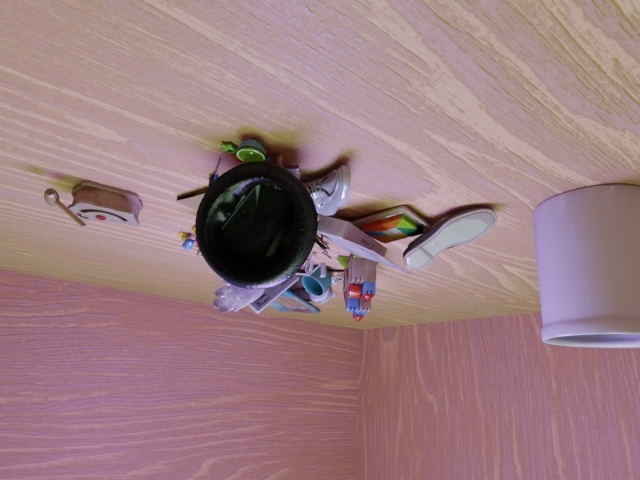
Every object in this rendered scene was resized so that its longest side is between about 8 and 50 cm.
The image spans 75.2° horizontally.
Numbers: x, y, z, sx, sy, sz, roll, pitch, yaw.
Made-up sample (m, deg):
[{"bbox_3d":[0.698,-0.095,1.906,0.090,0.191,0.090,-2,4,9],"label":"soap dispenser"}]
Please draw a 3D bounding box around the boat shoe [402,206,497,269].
[{"bbox_3d":[0.403,-0.023,1.341,0.112,0.096,0.335,42,125,-17],"label":"boat shoe"}]

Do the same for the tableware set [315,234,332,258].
[{"bbox_3d":[0.000,0.000,1.462,0.039,0.128,0.194,-41,168,2],"label":"tableware set"}]

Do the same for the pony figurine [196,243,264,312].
[{"bbox_3d":[-0.225,0.031,1.358,0.350,0.303,0.364,-20,160,-13],"label":"pony figurine"}]

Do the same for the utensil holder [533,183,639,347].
[{"bbox_3d":[0.774,0.085,1.147,0.326,0.387,0.328,4,160,1],"label":"utensil holder"}]

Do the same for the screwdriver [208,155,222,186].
[{"bbox_3d":[-0.281,-0.184,1.134,0.025,0.024,0.170,40,149,-10],"label":"screwdriver"}]

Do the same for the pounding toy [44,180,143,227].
[{"bbox_3d":[-0.710,-0.082,1.303,0.269,0.155,0.154,14,154,-27],"label":"pounding toy"}]

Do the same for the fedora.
[{"bbox_3d":[-0.151,-0.042,1.078,0.333,0.335,0.152,-1,-167,14],"label":"fedora"}]

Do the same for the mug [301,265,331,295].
[{"bbox_3d":[-0.020,0.188,2.003,0.157,0.097,0.130,3,127,43],"label":"mug"}]

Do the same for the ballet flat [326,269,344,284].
[{"bbox_3d":[0.096,0.184,2.040,0.231,0.073,0.080,-2,160,18],"label":"ballet flat"}]

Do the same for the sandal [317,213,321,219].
[{"bbox_3d":[-0.041,-0.082,1.329,0.049,0.072,0.180,38,151,-23],"label":"sandal"}]

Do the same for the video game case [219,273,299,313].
[{"bbox_3d":[-0.215,0.133,1.483,0.193,0.212,0.023,40,142,15],"label":"video game case"}]

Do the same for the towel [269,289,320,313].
[{"bbox_3d":[-0.203,0.289,2.051,0.271,0.040,0.370,-3,151,35],"label":"towel"}]

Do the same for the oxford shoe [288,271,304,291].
[{"bbox_3d":[-0.193,0.163,1.966,0.347,0.123,0.130,17,154,-35],"label":"oxford shoe"}]

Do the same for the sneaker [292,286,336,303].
[{"bbox_3d":[-0.094,0.266,2.208,0.365,0.138,0.210,4,168,24],"label":"sneaker"}]

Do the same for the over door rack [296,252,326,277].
[{"bbox_3d":[-0.124,0.095,1.721,0.239,0.108,0.324,3,175,-14],"label":"over door rack"}]

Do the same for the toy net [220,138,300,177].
[{"bbox_3d":[-0.142,-0.187,1.060,0.121,0.045,0.232,-9,157,31],"label":"toy net"}]

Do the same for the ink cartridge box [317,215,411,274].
[{"bbox_3d":[0.153,0.015,1.414,0.260,0.066,0.296,19,174,38],"label":"ink cartridge box"}]

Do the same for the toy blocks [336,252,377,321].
[{"bbox_3d":[0.162,0.194,1.770,0.190,0.261,0.381,5,161,-3],"label":"toy blocks"}]

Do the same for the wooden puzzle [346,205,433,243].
[{"bbox_3d":[0.242,-0.041,1.408,0.238,0.045,0.220,-12,156,38],"label":"wooden puzzle"}]

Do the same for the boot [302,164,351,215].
[{"bbox_3d":[-0.003,-0.127,1.124,0.123,0.095,0.258,1,163,-12],"label":"boot"}]

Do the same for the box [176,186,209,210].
[{"bbox_3d":[-0.335,-0.112,1.352,0.164,0.021,0.201,-9,158,33],"label":"box"}]

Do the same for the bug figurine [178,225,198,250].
[{"bbox_3d":[-0.425,0.018,1.666,0.278,0.072,0.216,12,159,-21],"label":"bug figurine"}]
